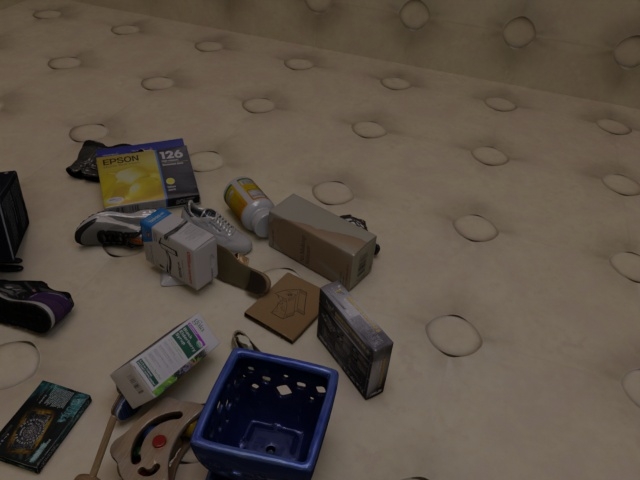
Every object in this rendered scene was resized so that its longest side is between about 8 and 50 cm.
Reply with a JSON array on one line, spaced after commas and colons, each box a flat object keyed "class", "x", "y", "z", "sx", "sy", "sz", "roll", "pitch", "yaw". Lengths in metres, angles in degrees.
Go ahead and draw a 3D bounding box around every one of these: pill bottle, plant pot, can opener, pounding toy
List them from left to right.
[{"class": "can opener", "x": -0.925, "y": 0.062, "z": 1.569, "sx": 0.185, "sy": 0.059, "sz": 0.073, "roll": -1, "pitch": 39, "yaw": -6}, {"class": "pounding toy", "x": -0.336, "y": 0.416, "z": 1.124, "sx": 0.154, "sy": 0.155, "sz": 0.269, "roll": 22, "pitch": 42, "yaw": 26}, {"class": "pill bottle", "x": -0.215, "y": -0.104, "z": 1.793, "sx": 0.117, "sy": 0.118, "sz": 0.208, "roll": -19, "pitch": 45, "yaw": -26}, {"class": "plant pot", "x": -0.104, "y": 0.388, "z": 1.138, "sx": 0.235, "sy": 0.212, "sz": 0.236, "roll": 11, "pitch": 39, "yaw": 8}]

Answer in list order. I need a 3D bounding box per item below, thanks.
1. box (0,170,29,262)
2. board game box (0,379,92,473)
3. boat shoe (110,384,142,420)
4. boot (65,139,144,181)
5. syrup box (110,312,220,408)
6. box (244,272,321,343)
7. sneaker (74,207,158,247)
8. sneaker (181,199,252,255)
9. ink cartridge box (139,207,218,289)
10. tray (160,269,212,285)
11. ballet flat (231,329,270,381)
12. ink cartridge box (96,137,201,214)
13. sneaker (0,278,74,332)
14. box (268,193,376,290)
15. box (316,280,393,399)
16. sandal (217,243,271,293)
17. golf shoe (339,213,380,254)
[{"class": "box", "x": -1.013, "y": -0.052, "z": 1.540, "sx": 0.343, "sy": 0.179, "sz": 0.312, "roll": -9, "pitch": 24, "yaw": -16}, {"class": "board game box", "x": -0.604, "y": 0.398, "z": 1.222, "sx": 0.126, "sy": 0.026, "sz": 0.186, "roll": 14, "pitch": 40, "yaw": 10}, {"class": "boat shoe", "x": -0.429, "y": 0.334, "z": 1.294, "sx": 0.066, "sy": 0.066, "sz": 0.183, "roll": 8, "pitch": 32, "yaw": 15}, {"class": "boot", "x": -0.745, "y": -0.262, "z": 1.981, "sx": 0.246, "sy": 0.083, "sz": 0.161, "roll": 7, "pitch": 52, "yaw": 2}, {"class": "syrup box", "x": -0.346, "y": 0.267, "z": 1.285, "sx": 0.093, "sy": 0.096, "sz": 0.237, "roll": 56, "pitch": 34, "yaw": -3}, {"class": "box", "x": -0.083, "y": 0.178, "z": 1.541, "sx": 0.164, "sy": 0.021, "sz": 0.201, "roll": 26, "pitch": 45, "yaw": 23}, {"class": "sneaker", "x": -0.587, "y": -0.026, "z": 1.681, "sx": 0.271, "sy": 0.100, "sz": 0.108, "roll": -9, "pitch": 47, "yaw": -16}, {"class": "sneaker", "x": -0.309, "y": -0.035, "z": 1.692, "sx": 0.235, "sy": 0.095, "sz": 0.090, "roll": 24, "pitch": 32, "yaw": -5}, {"class": "ink cartridge box", "x": -0.386, "y": 0.023, "z": 1.552, "sx": 0.203, "sy": 0.148, "sz": 0.086, "roll": 26, "pitch": 43, "yaw": 24}, {"class": "tray", "x": -0.398, "y": 0.029, "z": 1.683, "sx": 0.145, "sy": 0.030, "sz": 0.270, "roll": -4, "pitch": 40, "yaw": -9}, {"class": "ballet flat", "x": -0.167, "y": 0.282, "z": 1.383, "sx": 0.057, "sy": 0.052, "sz": 0.168, "roll": -28, "pitch": 50, "yaw": -33}, {"class": "ink cartridge box", "x": -0.582, "y": -0.232, "z": 1.893, "sx": 0.303, "sy": 0.072, "sz": 0.307, "roll": -12, "pitch": 61, "yaw": -17}, {"class": "sneaker", "x": -0.779, "y": 0.151, "z": 1.466, "sx": 0.283, "sy": 0.107, "sz": 0.124, "roll": 18, "pitch": 27, "yaw": 10}, {"class": "box", "x": 0.000, "y": 0.000, "z": 1.669, "sx": 0.311, "sy": 0.148, "sz": 0.121, "roll": 27, "pitch": 45, "yaw": 27}, {"class": "box", "x": 0.075, "y": 0.237, "z": 1.360, "sx": 0.056, "sy": 0.183, "sz": 0.231, "roll": -19, "pitch": 44, "yaw": -26}, {"class": "sandal", "x": -0.226, "y": 0.084, "z": 1.616, "sx": 0.240, "sy": 0.088, "sz": 0.079, "roll": 28, "pitch": 12, "yaw": 26}, {"class": "golf shoe", "x": 0.125, "y": -0.029, "z": 1.769, "sx": 0.093, "sy": 0.077, "sz": 0.198, "roll": -28, "pitch": 51, "yaw": -34}]
